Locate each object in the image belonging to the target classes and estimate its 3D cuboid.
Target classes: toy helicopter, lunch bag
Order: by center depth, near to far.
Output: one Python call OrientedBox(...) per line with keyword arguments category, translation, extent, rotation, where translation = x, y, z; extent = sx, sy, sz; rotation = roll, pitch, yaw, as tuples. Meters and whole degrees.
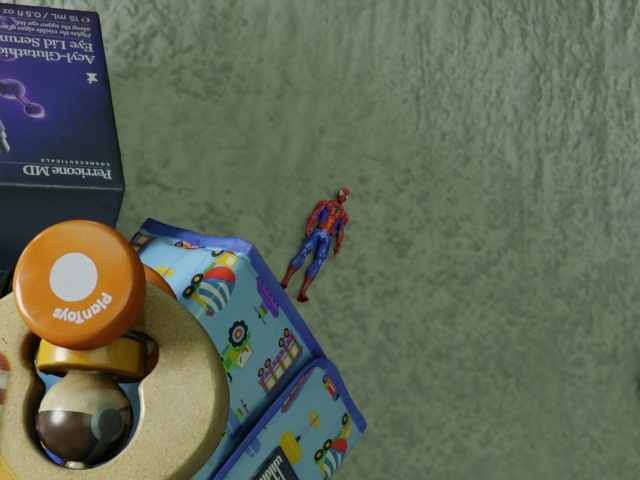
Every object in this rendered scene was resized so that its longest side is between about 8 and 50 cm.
OrientedBox(category="toy helicopter", translation=(-0.226, 0.156, 0.898), extent=(0.355, 0.140, 0.235), rotation=(-24, 75, -1))
OrientedBox(category="lunch bag", translation=(-0.092, 0.164, 1.120), extent=(0.221, 0.138, 0.293), rotation=(-54, 131, -23))

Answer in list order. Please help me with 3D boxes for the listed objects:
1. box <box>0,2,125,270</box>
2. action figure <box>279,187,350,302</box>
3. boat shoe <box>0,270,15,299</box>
OrientedBox(category="box", translation=(-0.249, -0.084, 1.088), extent=(0.153, 0.108, 0.207), rotation=(1, 50, -22))
OrientedBox(category="action figure", translation=(0.000, 0.000, 1.259), extent=(0.038, 0.030, 0.115), rotation=(29, 69, -9))
OrientedBox(category="boat shoe", translation=(-0.310, 0.134, 1.065), extent=(0.105, 0.113, 0.306), rotation=(16, 65, -3))
